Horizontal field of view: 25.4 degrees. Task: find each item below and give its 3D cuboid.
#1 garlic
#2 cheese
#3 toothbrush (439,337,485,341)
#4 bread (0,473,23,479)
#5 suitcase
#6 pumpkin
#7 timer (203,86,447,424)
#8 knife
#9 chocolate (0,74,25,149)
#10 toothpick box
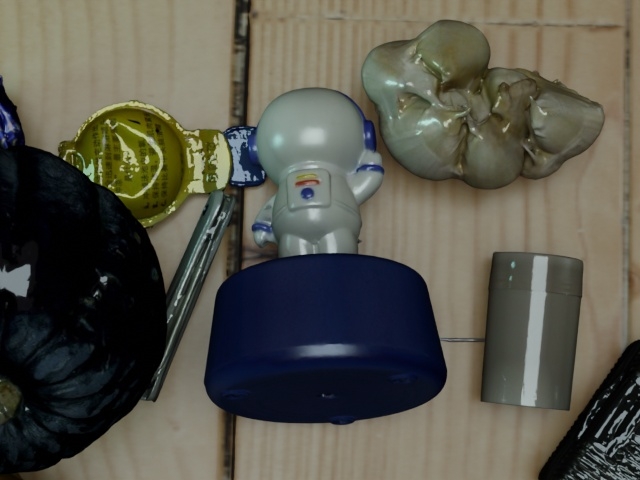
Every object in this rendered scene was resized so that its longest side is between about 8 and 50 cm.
[{"bbox_3d":[0.175,-0.144,1.663,0.281,0.203,0.185,31,102,-3],"label":"garlic"},{"bbox_3d":[-0.189,-0.092,1.708,0.250,0.064,0.156,-3,86,-11],"label":"cheese"},{"bbox_3d":[0.165,0.122,1.726,0.097,0.006,0.008,-1,85,-2],"label":"toothbrush"},{"bbox_3d":[-0.456,0.377,1.513,0.394,0.361,0.250,-15,109,-6],"label":"bread"},{"bbox_3d":[0.448,0.291,1.653,0.335,0.152,0.229,36,82,4],"label":"suitcase"},{"bbox_3d":[-0.335,0.072,1.456,0.363,0.363,0.266,-7,45,-3],"label":"pumpkin"},{"bbox_3d":[0.000,0.000,1.637,0.270,0.270,0.383,-1,69,-2],"label":"timer"},{"bbox_3d":[-0.161,0.066,1.678,0.040,0.073,0.265,23,88,-9],"label":"knife"},{"bbox_3d":[-0.346,-0.036,1.669,0.126,0.148,0.343,-38,96,-45],"label":"chocolate"},{"bbox_3d":[0.250,0.106,1.680,0.111,0.111,0.181,6,85,-2],"label":"toothpick box"}]
